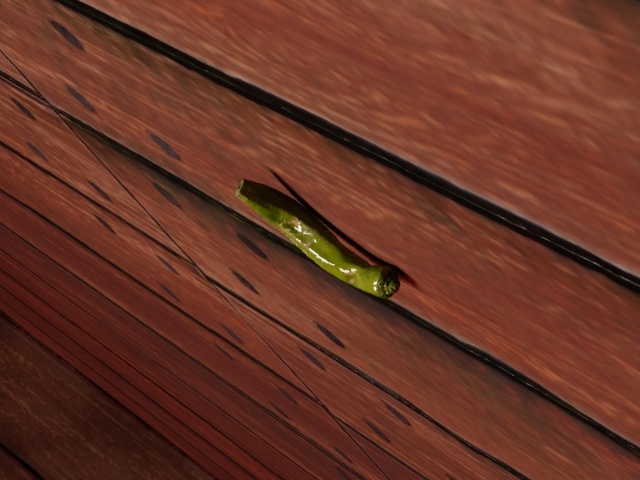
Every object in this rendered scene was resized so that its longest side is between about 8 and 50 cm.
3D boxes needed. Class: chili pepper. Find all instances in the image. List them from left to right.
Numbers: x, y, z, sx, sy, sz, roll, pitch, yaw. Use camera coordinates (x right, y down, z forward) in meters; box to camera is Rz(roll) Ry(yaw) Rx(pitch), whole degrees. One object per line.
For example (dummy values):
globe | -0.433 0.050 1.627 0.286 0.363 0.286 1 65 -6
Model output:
chili pepper | 0.001 -0.001 0.826 0.083 0.017 0.030 34 167 22
